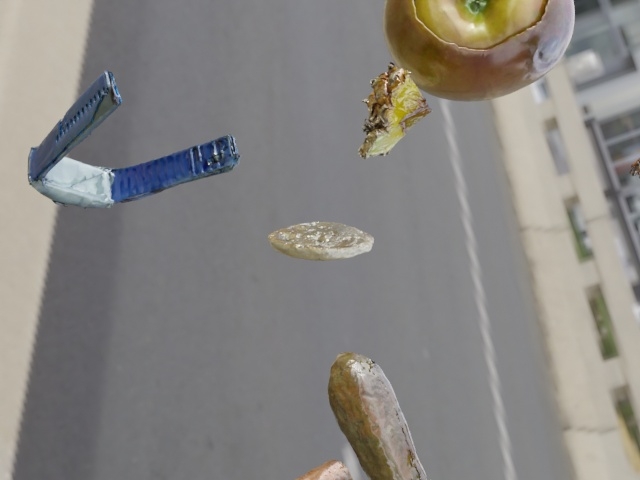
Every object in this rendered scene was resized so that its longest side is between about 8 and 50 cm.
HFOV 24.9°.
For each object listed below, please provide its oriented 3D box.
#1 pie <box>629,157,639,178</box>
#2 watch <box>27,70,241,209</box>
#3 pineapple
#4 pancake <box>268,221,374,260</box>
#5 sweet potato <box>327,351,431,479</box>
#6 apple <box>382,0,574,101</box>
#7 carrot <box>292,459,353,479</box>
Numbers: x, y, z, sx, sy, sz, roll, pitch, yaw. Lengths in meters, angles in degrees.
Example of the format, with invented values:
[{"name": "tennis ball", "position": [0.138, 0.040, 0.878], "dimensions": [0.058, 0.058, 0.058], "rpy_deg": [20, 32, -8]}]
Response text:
[{"name": "pie", "position": [0.428, -0.102, 1.664], "dimensions": [0.191, 0.088, 0.033], "rpy_deg": [-3, 41, -51]}, {"name": "watch", "position": [-0.297, -0.124, 1.976], "dimensions": [0.276, 0.274, 0.068], "rpy_deg": [27, 57, -52]}, {"name": "pineapple", "position": [0.081, -0.140, 1.690], "dimensions": [0.077, 0.114, 0.114], "rpy_deg": [28, -11, -13]}, {"name": "pancake", "position": [0.000, 0.000, 1.858], "dimensions": [0.139, 0.139, 0.022], "rpy_deg": [-64, 154, -73]}, {"name": "sweet potato", "position": [0.082, 0.251, 1.631], "dimensions": [0.273, 0.075, 0.075], "rpy_deg": [64, 12, 2]}, {"name": "apple", "position": [0.191, -0.276, 1.792], "dimensions": [0.207, 0.237, 0.237], "rpy_deg": [-9, 80, -75]}, {"name": "carrot", "position": [-0.054, 0.342, 1.865], "dimensions": [0.224, 0.057, 0.057], "rpy_deg": [-17, 87, -41]}]
